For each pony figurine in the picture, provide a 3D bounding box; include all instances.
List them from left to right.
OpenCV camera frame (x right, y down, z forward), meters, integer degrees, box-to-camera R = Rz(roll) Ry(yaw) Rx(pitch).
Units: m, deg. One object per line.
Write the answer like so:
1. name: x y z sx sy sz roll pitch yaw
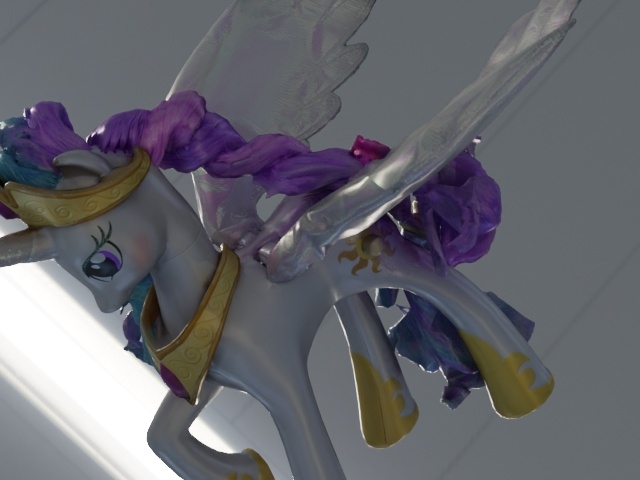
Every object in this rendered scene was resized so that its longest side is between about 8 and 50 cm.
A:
1. pony figurine: 0.000 0.000 0.706 0.351 0.303 0.363 -45 -58 -18
